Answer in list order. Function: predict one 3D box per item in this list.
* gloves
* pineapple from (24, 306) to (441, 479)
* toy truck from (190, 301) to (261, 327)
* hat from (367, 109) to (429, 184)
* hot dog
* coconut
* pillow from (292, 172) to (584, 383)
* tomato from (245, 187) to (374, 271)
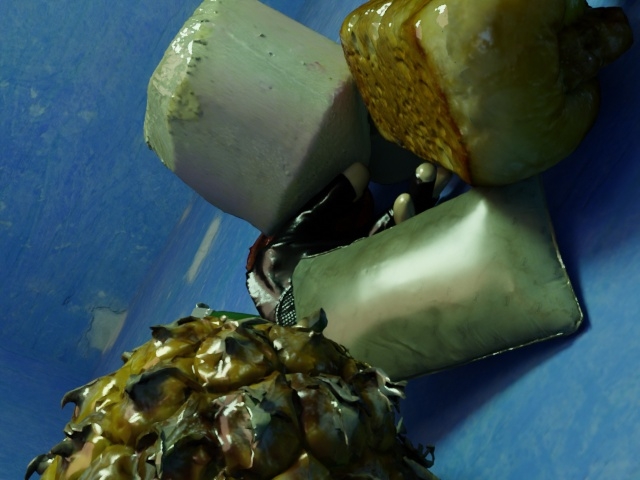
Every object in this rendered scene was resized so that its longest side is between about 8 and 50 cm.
[{"bbox_3d":[0.040,0.008,0.839,0.301,0.152,0.197,-43,57,18],"label":"gloves"},{"bbox_3d":[-0.060,0.229,0.510,0.352,0.352,0.300,-42,25,45],"label":"pineapple"},{"bbox_3d":[-0.116,0.157,1.017,0.242,0.125,0.101,-1,67,48],"label":"toy truck"},{"bbox_3d":[0.125,-0.191,1.044,0.245,0.149,0.214,47,118,31],"label":"hat"},{"bbox_3d":[0.168,-0.202,0.702,0.223,0.185,0.405,-30,20,-1],"label":"hot dog"},{"bbox_3d":[-0.073,-0.164,0.954,0.297,0.309,0.297,-57,6,9],"label":"coconut"},{"bbox_3d":[0.088,0.049,0.655,0.302,0.075,0.185,-25,50,28],"label":"pillow"},{"bbox_3d":[0.000,0.004,1.036,0.228,0.101,0.228,-31,29,20],"label":"tomato"}]
